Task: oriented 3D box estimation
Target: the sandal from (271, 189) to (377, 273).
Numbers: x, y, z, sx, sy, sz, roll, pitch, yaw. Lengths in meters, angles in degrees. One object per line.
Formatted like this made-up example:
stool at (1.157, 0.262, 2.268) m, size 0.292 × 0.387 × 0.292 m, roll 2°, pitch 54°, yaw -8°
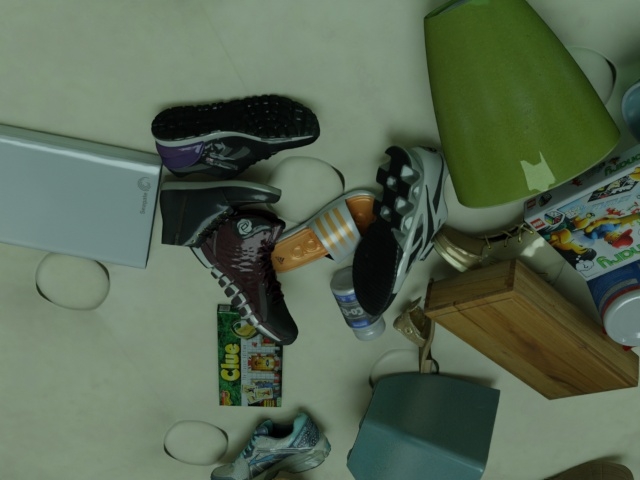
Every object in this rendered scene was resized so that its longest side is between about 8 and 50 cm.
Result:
sandal at (0.006, 0.008, 1.686) m, size 0.265 × 0.076 × 0.102 m, roll -30°, pitch 120°, yaw 19°

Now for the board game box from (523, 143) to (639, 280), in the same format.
board game box at (0.519, -0.057, 1.509) m, size 0.305 × 0.053 × 0.193 m, roll -30°, pitch 124°, yaw 36°

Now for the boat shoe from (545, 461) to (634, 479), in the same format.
boat shoe at (0.584, 0.588, 2.083) m, size 0.285 × 0.103 × 0.092 m, roll -26°, pitch 126°, yaw 21°

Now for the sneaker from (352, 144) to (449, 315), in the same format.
sneaker at (0.160, -0.011, 1.632) m, size 0.146 × 0.122 × 0.331 m, roll -5°, pitch 123°, yaw -37°

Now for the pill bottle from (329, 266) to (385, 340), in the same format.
pill bottle at (0.076, 0.125, 1.767) m, size 0.078 × 0.078 × 0.137 m, roll -17°, pitch 123°, yaw 11°

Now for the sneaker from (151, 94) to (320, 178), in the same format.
sneaker at (-0.139, -0.169, 1.566) m, size 0.283 × 0.107 × 0.124 m, roll -1°, pitch 139°, yaw 5°

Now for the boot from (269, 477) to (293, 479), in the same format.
boot at (-0.126, 0.598, 2.016) m, size 0.236 × 0.089 × 0.269 m, roll -26°, pitch 155°, yaw 4°

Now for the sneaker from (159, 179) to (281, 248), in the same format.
sneaker at (-0.176, -0.044, 1.614) m, size 0.222 × 0.083 × 0.118 m, roll 0°, pitch 86°, yaw 13°

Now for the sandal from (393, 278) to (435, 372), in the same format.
sandal at (0.183, 0.177, 1.801) m, size 0.079 × 0.088 × 0.240 m, roll -2°, pitch 131°, yaw 2°

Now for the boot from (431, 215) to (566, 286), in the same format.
boot at (0.354, -0.012, 1.664) m, size 0.262 × 0.095 × 0.203 m, roll 24°, pitch 120°, yaw -14°

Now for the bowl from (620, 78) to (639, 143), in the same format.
bowl at (0.654, -0.215, 1.433) m, size 0.311 × 0.311 × 0.163 m, roll 38°, pitch 80°, yaw -23°

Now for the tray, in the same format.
tray at (0.405, 0.183, 1.728) m, size 0.411 × 0.076 × 0.202 m, roll 34°, pitch 144°, yaw -32°

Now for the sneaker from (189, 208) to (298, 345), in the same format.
sneaker at (-0.101, 0.048, 1.662) m, size 0.162 × 0.106 × 0.281 m, roll -40°, pitch 93°, yaw 14°

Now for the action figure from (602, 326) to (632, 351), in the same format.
action figure at (0.676, 0.126, 1.730) m, size 0.280 × 0.091 × 0.139 m, roll -3°, pitch 125°, yaw -35°

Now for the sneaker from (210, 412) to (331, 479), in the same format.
sneaker at (-0.124, 0.456, 1.999) m, size 0.283 × 0.110 × 0.122 m, roll -24°, pitch 104°, yaw 13°

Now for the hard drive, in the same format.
hard drive at (-0.474, -0.079, 1.642) m, size 0.353 × 0.047 × 0.233 m, roll 11°, pitch 124°, yaw -8°

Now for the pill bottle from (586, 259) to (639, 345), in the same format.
pill bottle at (0.549, 0.076, 1.649) m, size 0.124 × 0.221 × 0.124 m, roll 0°, pitch 125°, yaw 0°

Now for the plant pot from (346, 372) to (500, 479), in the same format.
plant pot at (0.199, 0.422, 1.883) m, size 0.252 × 0.247 × 0.248 m, roll 21°, pitch 124°, yaw 6°

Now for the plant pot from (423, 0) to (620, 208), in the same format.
plant pot at (0.282, -0.244, 1.429) m, size 0.274 × 0.275 × 0.294 m, roll -24°, pitch 105°, yaw 15°

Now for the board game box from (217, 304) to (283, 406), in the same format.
board game box at (-0.144, 0.242, 1.878) m, size 0.136 × 0.030 × 0.260 m, roll 3°, pitch 125°, yaw 0°
